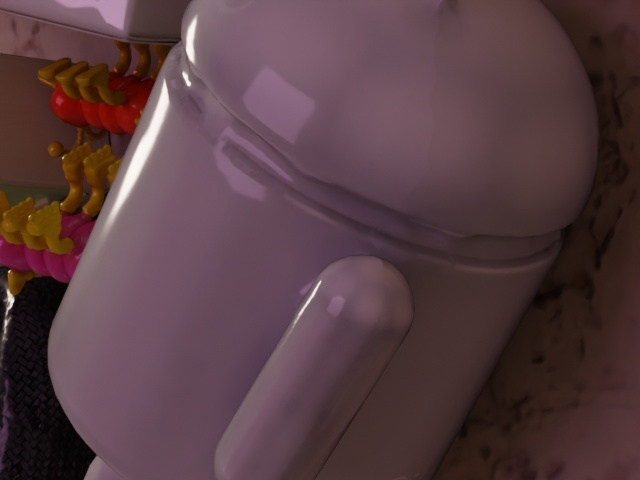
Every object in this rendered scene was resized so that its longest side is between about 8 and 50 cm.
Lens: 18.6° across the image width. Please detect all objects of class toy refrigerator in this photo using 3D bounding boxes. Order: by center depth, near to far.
[{"bbox_3d":[-0.256,-0.036,1.325,0.269,0.102,0.094,-24,68,48],"label":"toy refrigerator"}]

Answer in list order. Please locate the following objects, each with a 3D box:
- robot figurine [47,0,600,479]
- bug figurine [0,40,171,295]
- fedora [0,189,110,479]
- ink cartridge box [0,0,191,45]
[{"bbox_3d":[0.000,0.000,0.915,0.300,0.200,0.353,-93,26,-61],"label":"robot figurine"},{"bbox_3d":[-0.148,-0.038,1.104,0.216,0.279,0.072,13,123,38],"label":"bug figurine"},{"bbox_3d":[-0.158,0.129,1.141,0.334,0.152,0.334,-9,79,52],"label":"fedora"},{"bbox_3d":[-0.178,-0.243,1.152,0.283,0.117,0.207,17,101,27],"label":"ink cartridge box"}]
